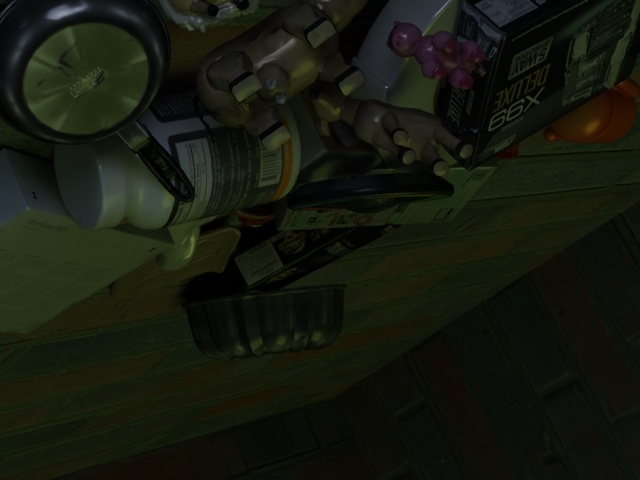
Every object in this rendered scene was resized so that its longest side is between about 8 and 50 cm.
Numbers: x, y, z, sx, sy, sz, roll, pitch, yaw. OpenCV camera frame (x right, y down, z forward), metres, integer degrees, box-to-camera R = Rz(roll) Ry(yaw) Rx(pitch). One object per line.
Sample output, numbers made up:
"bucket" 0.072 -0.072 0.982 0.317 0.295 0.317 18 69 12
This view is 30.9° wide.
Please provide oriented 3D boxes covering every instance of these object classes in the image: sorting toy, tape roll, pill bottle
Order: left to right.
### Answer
"sorting toy" -0.254 0.033 1.997 0.208 0.038 0.193 -14 161 -22
"pill bottle" -0.175 -0.103 1.439 0.278 0.162 0.162 -14 161 -34
"tape roll" 0.205 -0.253 1.509 0.392 0.072 0.392 -32 153 -19

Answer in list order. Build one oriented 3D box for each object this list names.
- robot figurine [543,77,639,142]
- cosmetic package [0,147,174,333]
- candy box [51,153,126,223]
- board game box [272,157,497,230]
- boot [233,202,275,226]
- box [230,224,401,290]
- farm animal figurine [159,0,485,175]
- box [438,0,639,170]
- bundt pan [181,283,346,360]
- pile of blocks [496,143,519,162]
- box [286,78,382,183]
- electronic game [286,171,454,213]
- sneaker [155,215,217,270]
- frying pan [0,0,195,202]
"robot figurine" 0.491 -0.241 2.100 0.158 0.128 0.219 6 -173 38
"cosmetic package" -0.411 0.016 1.572 0.284 0.097 0.377 -28 164 14
"candy box" -0.249 -0.073 1.521 0.206 0.105 0.027 -6 155 -50
"board game box" 0.092 -0.104 1.823 0.303 0.097 0.224 -3 158 -17
"boot" -0.114 -0.049 1.904 0.084 0.059 0.158 -29 166 28
"box" 0.000 0.000 2.148 0.293 0.073 0.295 -26 173 4
"farm animal figurine" 0.003 -0.206 1.275 0.326 0.172 0.330 -22 121 -14
"box" 0.294 -0.250 1.464 0.307 0.076 0.242 -30 151 -24
"bundt pan" -0.102 0.165 2.278 0.331 0.124 0.331 -8 176 -1
"pile of blocks" 0.306 -0.210 1.874 0.149 0.113 0.362 -34 163 -13
"box" 0.000 -0.155 1.598 0.091 0.130 0.170 -34 163 33
"electronic game" 0.068 -0.060 1.583 0.229 0.048 0.229 -5 179 0
"sneaker" -0.232 -0.025 1.790 0.094 0.080 0.212 -2 147 -31
"frying pan" -0.239 -0.127 1.220 0.197 0.053 0.326 -19 133 -15
